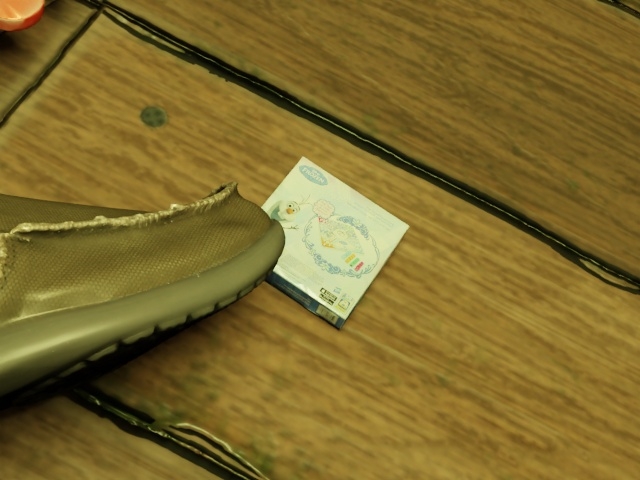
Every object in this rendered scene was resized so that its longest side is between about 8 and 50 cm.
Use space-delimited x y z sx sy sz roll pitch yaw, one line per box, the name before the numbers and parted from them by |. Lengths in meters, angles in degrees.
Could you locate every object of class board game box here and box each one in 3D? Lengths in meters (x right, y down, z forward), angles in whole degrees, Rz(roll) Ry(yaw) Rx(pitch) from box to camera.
board game box | 0.000 0.000 0.654 0.090 0.020 0.090 34 59 6

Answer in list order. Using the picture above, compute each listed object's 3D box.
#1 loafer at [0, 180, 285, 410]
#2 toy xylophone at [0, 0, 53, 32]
loafer | -0.165 0.017 0.479 0.365 0.133 0.130 -20 83 -47
toy xylophone | -0.231 -0.268 0.709 0.236 0.081 0.323 34 58 6
